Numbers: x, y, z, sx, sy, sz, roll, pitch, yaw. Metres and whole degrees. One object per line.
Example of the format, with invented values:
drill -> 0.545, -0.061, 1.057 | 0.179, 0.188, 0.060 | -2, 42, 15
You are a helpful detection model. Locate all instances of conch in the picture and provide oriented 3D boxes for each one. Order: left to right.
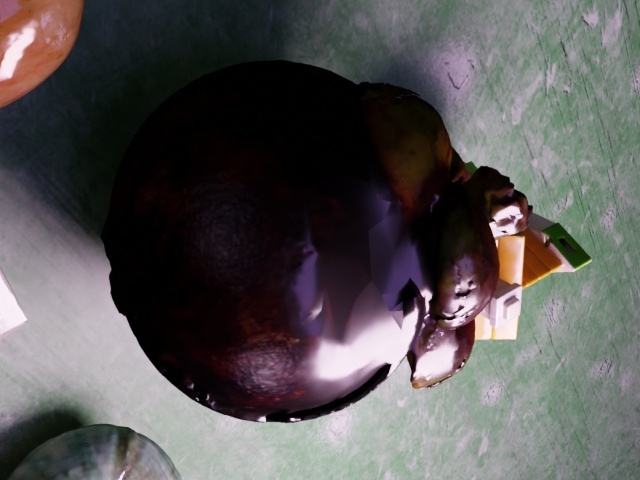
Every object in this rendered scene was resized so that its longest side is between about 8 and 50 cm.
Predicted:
conch -> -0.265, 0.324, 1.120 | 0.277, 0.196, 0.220 | 26, 80, -75

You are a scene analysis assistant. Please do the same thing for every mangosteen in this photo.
mangosteen -> -0.016, 0.003, 1.014 | 0.422, 0.381, 0.380 | 0, 114, -25

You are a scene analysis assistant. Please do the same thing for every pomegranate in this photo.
pomegranate -> -0.285, -0.198, 0.783 | 0.191, 0.191, 0.191 | -22, 127, -33

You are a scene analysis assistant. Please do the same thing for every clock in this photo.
clock -> 0.169, 0.014, 1.237 | 0.235, 0.310, 0.166 | -24, 127, -31

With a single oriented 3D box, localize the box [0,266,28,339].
box -> -0.427, 0.078, 0.893 | 0.259, 0.071, 0.168 | -36, 133, -24
